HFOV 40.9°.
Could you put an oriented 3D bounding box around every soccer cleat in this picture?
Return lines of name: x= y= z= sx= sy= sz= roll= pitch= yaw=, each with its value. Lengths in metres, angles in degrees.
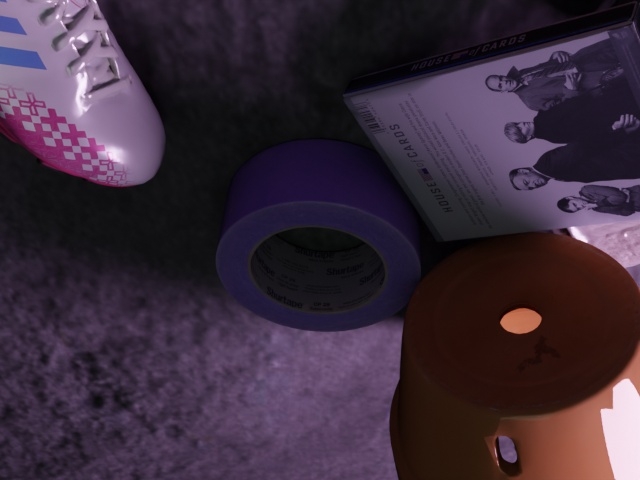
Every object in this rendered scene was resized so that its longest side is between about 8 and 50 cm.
soccer cleat: x=-0.206 y=-0.162 z=0.611 sx=0.143 sy=0.116 sz=0.331 roll=-21 pitch=132 yaw=31

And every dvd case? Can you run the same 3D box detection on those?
dvd case: x=0.157 y=-0.077 z=0.675 sx=0.238 sy=0.030 sz=0.179 roll=-6 pitch=133 yaw=39

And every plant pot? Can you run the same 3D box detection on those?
plant pot: x=0.192 y=0.130 z=0.784 sx=0.290 sy=0.291 sz=0.204 roll=-7 pitch=133 yaw=14

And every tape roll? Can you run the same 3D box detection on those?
tape roll: x=0.000 y=0.000 z=0.806 sx=0.188 sy=0.080 sz=0.189 roll=2 pitch=139 yaw=2

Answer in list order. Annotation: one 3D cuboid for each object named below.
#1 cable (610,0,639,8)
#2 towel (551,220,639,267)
cable: x=0.281 y=-0.145 z=0.609 sx=0.150 sy=0.047 sz=0.185 roll=18 pitch=126 yaw=4
towel: x=0.315 y=-0.068 z=0.719 sx=0.282 sy=0.049 sz=0.187 roll=-25 pitch=131 yaw=30
